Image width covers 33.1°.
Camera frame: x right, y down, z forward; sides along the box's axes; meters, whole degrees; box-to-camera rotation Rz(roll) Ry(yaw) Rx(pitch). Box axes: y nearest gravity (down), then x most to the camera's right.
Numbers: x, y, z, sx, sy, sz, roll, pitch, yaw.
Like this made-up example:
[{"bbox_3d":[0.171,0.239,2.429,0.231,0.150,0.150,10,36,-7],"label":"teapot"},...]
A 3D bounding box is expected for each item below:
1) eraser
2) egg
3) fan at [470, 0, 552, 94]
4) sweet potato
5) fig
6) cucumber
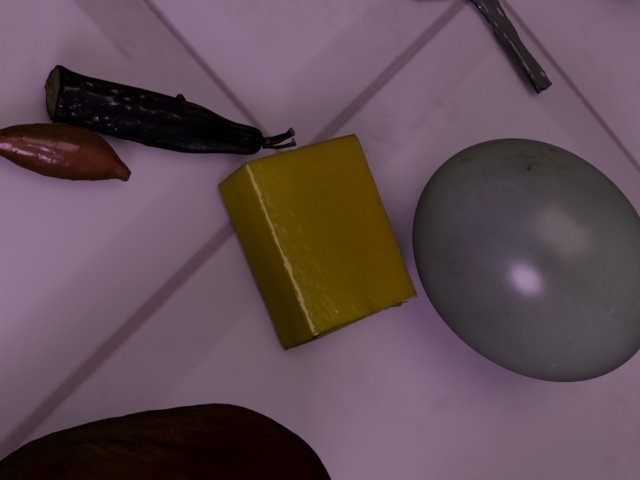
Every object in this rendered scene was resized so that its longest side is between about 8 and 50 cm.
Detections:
[{"bbox_3d":[0.000,0.000,0.721,0.097,0.045,0.122,-17,83,-36],"label":"eraser"},{"bbox_3d":[0.150,0.015,0.745,0.192,0.149,0.149,44,56,-13],"label":"egg"},{"bbox_3d":[0.093,-0.263,0.896,0.230,0.011,0.335,-34,91,-36],"label":"fan"},{"bbox_3d":[-0.158,-0.054,0.648,0.095,0.034,0.034,11,67,-32],"label":"sweet potato"},{"bbox_3d":[-0.117,0.165,0.514,0.290,0.191,0.190,13,67,-28],"label":"fig"},{"bbox_3d":[-0.095,-0.078,0.694,0.163,0.043,0.039,11,60,-33],"label":"cucumber"}]
